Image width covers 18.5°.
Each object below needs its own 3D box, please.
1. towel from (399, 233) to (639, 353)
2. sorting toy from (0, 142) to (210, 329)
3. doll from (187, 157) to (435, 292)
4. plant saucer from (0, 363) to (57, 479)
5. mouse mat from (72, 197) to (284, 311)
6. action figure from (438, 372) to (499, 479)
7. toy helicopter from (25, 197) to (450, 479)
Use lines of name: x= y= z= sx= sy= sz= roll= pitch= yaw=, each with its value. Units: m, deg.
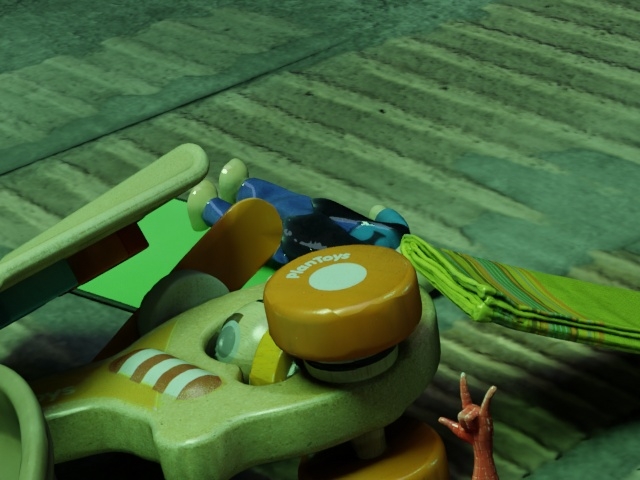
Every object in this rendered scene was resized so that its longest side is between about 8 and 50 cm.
towel: x=0.165 y=0.038 z=1.141 sx=0.237 sy=0.021 sz=0.102 roll=12 pitch=17 yaw=-29
sorting toy: x=-0.219 y=0.054 z=1.163 sx=0.307 sy=0.041 sz=0.229 roll=-29 pitch=6 yaw=37
doll: x=0.000 y=0.000 z=1.346 sx=0.189 sy=0.046 sz=0.129 roll=20 pitch=37 yaw=28
plant saucer: x=-0.212 y=0.178 z=0.881 sx=0.278 sy=0.041 sz=0.278 roll=-34 pitch=31 yaw=24
mouse mat: x=-0.104 y=0.012 z=1.401 sx=0.189 sy=0.007 sz=0.152 roll=14 pitch=33 yaw=39
action figure: x=0.108 y=0.160 z=0.892 sx=0.091 sy=0.139 sz=0.280 roll=-26 pitch=29 yaw=-38
toy helicopter: x=-0.108 y=0.079 z=1.116 sx=0.355 sy=0.140 sz=0.235 roll=-14 pitch=25 yaw=-6
